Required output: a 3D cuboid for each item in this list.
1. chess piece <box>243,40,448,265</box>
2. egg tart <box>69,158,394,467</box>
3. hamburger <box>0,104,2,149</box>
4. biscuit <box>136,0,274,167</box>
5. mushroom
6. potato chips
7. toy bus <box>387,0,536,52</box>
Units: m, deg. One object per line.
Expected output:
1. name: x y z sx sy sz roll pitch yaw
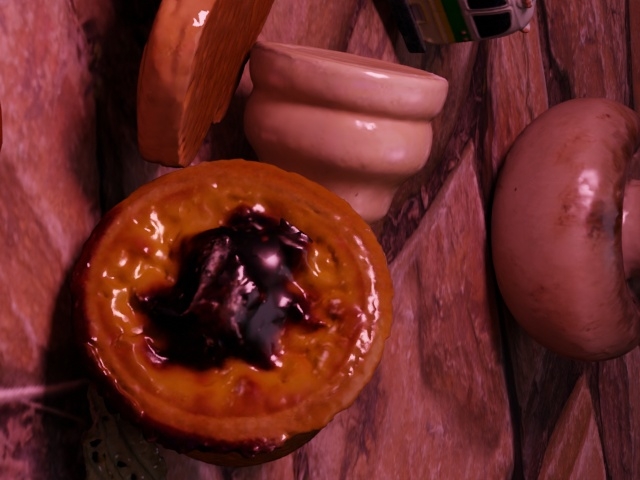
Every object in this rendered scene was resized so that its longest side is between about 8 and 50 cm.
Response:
1. chess piece: 0.000 0.000 1.109 0.167 0.167 0.300 -15 117 -66
2. egg tart: -0.056 0.064 0.946 0.171 0.215 0.215 87 15 -63
3. hamburger: -0.243 -0.054 0.586 0.243 0.138 0.262 -29 117 -61
4. biscuit: -0.061 -0.220 1.000 0.269 0.051 0.376 106 3 -55
5. mushroom: 0.389 -0.014 1.856 0.362 0.294 0.362 -1 90 -66
6. potato chips: -0.140 0.166 0.974 0.092 0.028 0.207 -67 150 -42
7. toy bus: 0.169 -0.348 1.493 0.134 0.164 0.276 60 39 -52
